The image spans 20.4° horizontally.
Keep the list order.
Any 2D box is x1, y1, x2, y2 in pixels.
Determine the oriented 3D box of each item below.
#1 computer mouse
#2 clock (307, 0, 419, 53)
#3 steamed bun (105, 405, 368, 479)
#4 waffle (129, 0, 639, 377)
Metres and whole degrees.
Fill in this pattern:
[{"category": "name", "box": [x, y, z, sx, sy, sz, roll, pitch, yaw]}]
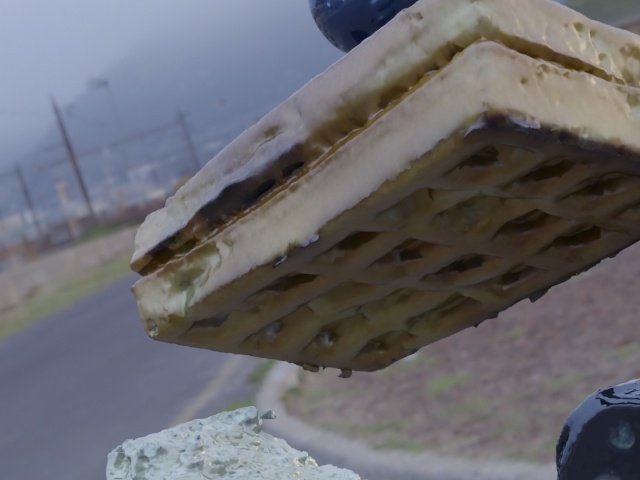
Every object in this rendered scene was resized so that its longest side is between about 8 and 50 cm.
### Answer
[{"category": "computer mouse", "box": [0.328, 0.189, 1.423, 0.269, 0.170, 0.100, 2, 17, 20]}, {"category": "clock", "box": [0.025, -0.305, 1.934, 0.146, 0.243, 0.199, -42, -15, -8]}, {"category": "steamed bun", "box": [-0.072, 0.336, 1.964, 0.290, 0.273, 0.272, 3, 2, -30]}, {"category": "waffle", "box": [0.057, -0.022, 1.063, 0.224, 0.098, 0.327, 13, -32, -38]}]
